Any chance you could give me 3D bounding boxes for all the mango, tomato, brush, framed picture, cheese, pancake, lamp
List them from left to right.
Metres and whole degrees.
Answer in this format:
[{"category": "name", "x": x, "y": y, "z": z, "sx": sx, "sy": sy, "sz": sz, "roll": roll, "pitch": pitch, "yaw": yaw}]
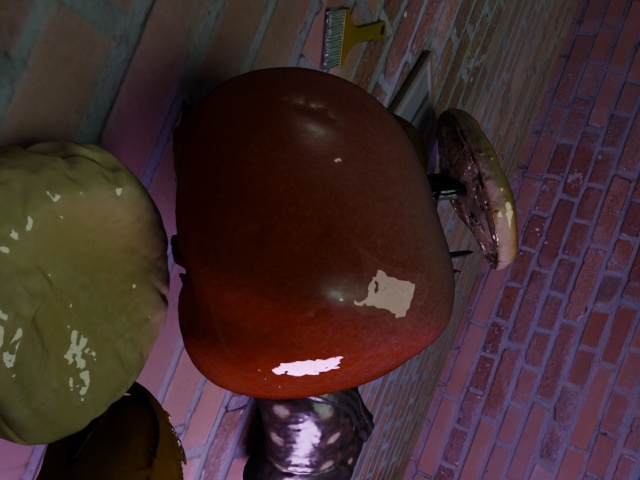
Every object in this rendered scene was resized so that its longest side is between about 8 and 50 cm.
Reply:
[{"category": "cheese", "x": -0.207, "y": 0.034, "z": 0.460, "sx": 0.214, "sy": 0.117, "sz": 0.225, "roll": -50, "pitch": 145, "yaw": -50}, {"category": "mango", "x": -0.194, "y": 0.222, "z": 0.515, "sx": 0.156, "sy": 0.249, "sz": 0.151, "roll": -28, "pitch": 115, "yaw": -9}, {"category": "tomato", "x": -0.008, "y": -0.003, "z": 0.606, "sx": 0.341, "sy": 0.273, "sz": 0.341, "roll": -177, "pitch": -90, "yaw": -86}, {"category": "brush", "x": 0.057, "y": -0.310, "z": 0.882, "sx": 0.205, "sy": 0.011, "sz": 0.083, "roll": -36, "pitch": 138, "yaw": -53}, {"category": "framed picture", "x": 0.164, "y": -0.206, "z": 1.178, "sx": 0.289, "sy": 0.016, "sz": 0.213, "roll": -59, "pitch": 154, "yaw": -24}, {"category": "lamp", "x": 0.270, "y": -0.025, "z": 1.285, "sx": 0.203, "sy": 0.124, "sz": 0.283, "roll": -11, "pitch": 133, "yaw": -14}, {"category": "pancake", "x": 0.344, "y": -0.115, "z": 1.301, "sx": 0.387, "sy": 0.082, "sz": 0.386, "roll": -18, "pitch": 90, "yaw": -89}]

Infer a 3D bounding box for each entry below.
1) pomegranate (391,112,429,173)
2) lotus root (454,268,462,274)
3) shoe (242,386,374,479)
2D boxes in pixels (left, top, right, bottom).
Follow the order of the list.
[{"category": "pomegranate", "x": 0.084, "y": -0.119, "z": 0.938, "sx": 0.159, "sy": 0.159, "sz": 0.205, "roll": -59, "pitch": 178, "yaw": -25}, {"category": "lotus root", "x": 0.180, "y": 0.115, "z": 1.235, "sx": 0.154, "sy": 0.154, "sz": 0.278, "roll": -52, "pitch": -178, "yaw": -36}, {"category": "shoe", "x": -0.037, "y": 0.333, "z": 0.980, "sx": 0.237, "sy": 0.171, "sz": 0.384, "roll": -58, "pitch": 153, "yaw": -19}]
